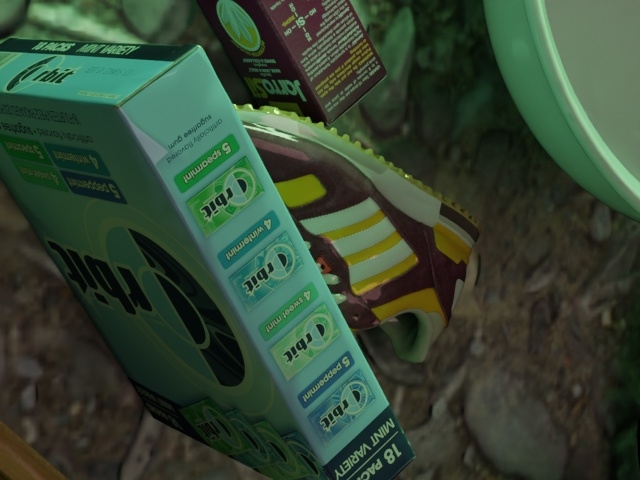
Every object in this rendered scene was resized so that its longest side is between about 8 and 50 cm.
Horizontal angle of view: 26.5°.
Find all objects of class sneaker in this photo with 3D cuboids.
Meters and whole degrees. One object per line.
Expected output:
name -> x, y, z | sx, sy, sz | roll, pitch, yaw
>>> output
sneaker -> 0.000, 0.000, 0.631 | 0.185, 0.069, 0.084 | 24, 78, -35

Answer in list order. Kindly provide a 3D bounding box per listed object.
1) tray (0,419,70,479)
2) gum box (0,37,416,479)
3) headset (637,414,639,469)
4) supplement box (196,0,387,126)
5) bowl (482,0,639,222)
tray -> -0.108, 0.211, 0.490 | 0.411, 0.076, 0.203 | 43, 71, -7
gum box -> -0.058, 0.010, 0.535 | 0.041, 0.157, 0.184 | -41, 119, -24
headset -> 0.332, 0.046, 0.809 | 0.243, 0.185, 0.394 | 15, 104, 3
supplement box -> -0.016, -0.098, 0.612 | 0.043, 0.055, 0.083 | -43, 118, -23
bowl -> 0.190, -0.128, 0.690 | 0.298, 0.134, 0.297 | 2, 85, -25
